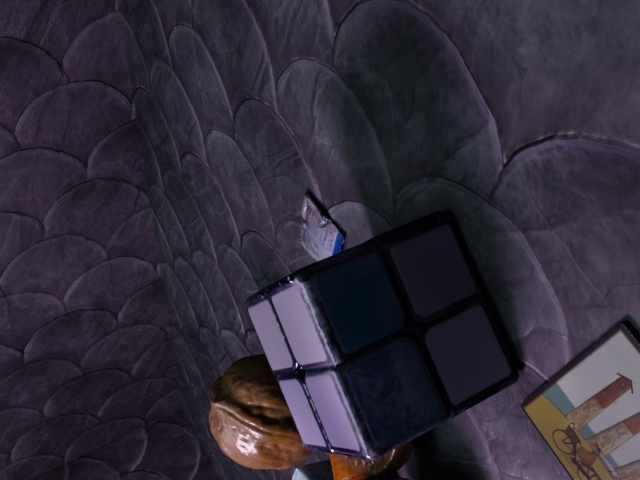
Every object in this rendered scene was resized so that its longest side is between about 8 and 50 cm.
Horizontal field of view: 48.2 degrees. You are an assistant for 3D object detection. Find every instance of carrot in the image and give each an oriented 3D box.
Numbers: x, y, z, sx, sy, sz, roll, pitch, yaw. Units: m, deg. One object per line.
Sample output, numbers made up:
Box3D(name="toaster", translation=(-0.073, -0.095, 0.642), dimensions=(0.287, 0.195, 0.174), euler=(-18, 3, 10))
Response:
Box3D(name="carrot", translation=(0.091, 0.585, 1.814), dimensions=(0.159, 0.159, 0.225), euler=(106, 147, -53))

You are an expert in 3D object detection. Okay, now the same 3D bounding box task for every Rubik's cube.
Box3D(name="Rubik's cube", translation=(0.092, 0.169, 1.249), dimensions=(0.313, 0.318, 0.316), euler=(67, 157, 4))

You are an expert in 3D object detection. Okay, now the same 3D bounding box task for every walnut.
Box3D(name="walnut", translation=(-0.143, 0.456, 1.918), dimensions=(0.306, 0.343, 0.306), euler=(-24, 58, 46))

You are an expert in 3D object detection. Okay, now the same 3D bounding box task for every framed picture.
Box3D(name="framed picture", translation=(0.426, 0.283, 1.021), dimensions=(0.244, 0.013, 0.324), euler=(57, 154, 23))

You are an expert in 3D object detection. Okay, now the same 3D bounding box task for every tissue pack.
Box3D(name="tissue pack", translation=(0.062, 0.703, 1.918), dimensions=(0.263, 0.177, 0.089), euler=(41, 124, 46))

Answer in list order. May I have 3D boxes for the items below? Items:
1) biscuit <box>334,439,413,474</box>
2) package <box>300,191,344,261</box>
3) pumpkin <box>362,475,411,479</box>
Box3D(name="biscuit", translation=(0.077, 0.314, 1.596), dimensions=(0.350, 0.070, 0.395), euler=(13, 107, 49))
Box3D(name="package", translation=(0.000, 0.000, 1.655), dimensions=(0.173, 0.027, 0.171), euler=(51, 147, 33))
Box3D(name="pumpkin", translation=(0.184, 0.626, 1.491), dimensions=(0.328, 0.291, 0.258), euler=(131, 142, -75))
